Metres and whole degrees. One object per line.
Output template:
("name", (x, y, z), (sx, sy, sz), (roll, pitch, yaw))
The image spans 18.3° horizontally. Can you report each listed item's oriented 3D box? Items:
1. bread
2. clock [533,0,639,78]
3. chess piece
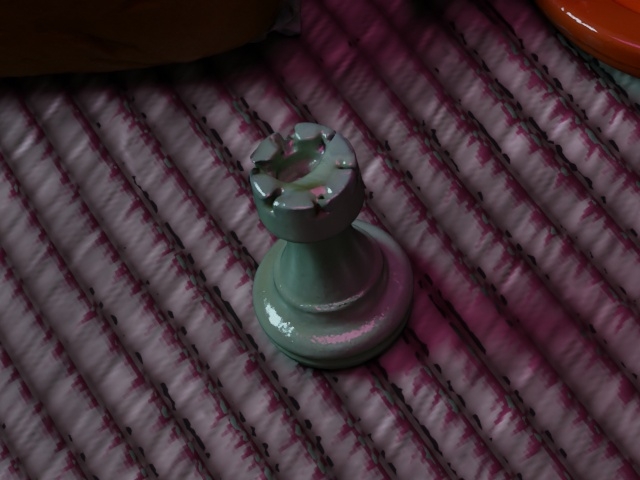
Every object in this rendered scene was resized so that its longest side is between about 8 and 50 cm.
("bread", (-0.133, -0.139, 0.880), (0.241, 0.136, 0.107), (-2, 57, 7))
("clock", (0.184, -0.153, 0.886), (0.205, 0.051, 0.205), (-5, 55, 8))
("chess piece", (0.000, 0.000, 0.784), (0.067, 0.103, 0.067), (-4, 57, 7))
